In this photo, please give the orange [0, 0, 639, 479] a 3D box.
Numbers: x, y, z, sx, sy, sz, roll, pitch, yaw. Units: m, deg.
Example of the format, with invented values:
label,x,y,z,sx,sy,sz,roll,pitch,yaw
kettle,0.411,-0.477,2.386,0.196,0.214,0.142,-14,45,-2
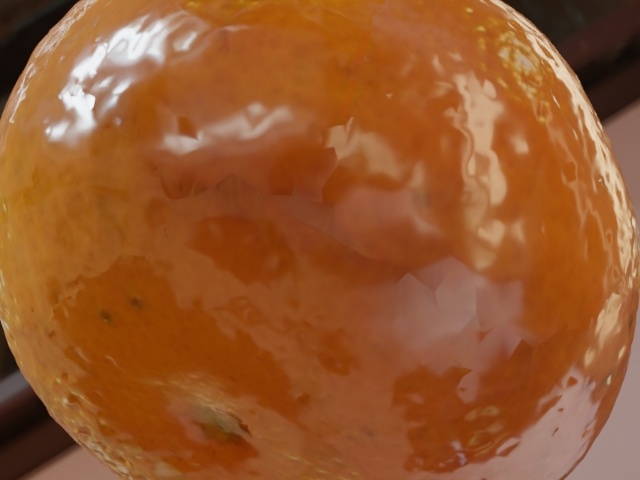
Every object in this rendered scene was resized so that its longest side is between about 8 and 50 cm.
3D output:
label,x,y,z,sx,sy,sz,roll,pitch,yaw
orange,0.000,0.000,1.106,0.424,0.423,0.326,61,-141,-37
